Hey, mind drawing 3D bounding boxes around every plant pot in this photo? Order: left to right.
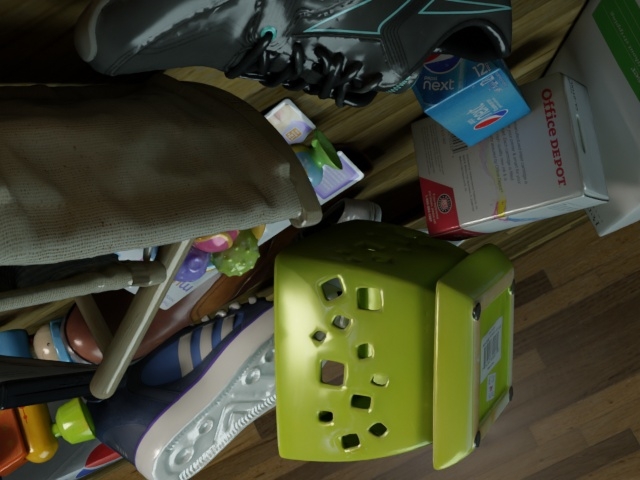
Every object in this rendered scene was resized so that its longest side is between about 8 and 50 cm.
[{"bbox_3d":[0.089,0.107,1.086,0.207,0.227,0.228,5,-167,24],"label":"plant pot"}]

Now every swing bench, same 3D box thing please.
[{"bbox_3d":[-0.183,-0.003,0.596,0.255,0.165,0.253,-41,162,32],"label":"swing bench"}]

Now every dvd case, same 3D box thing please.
[{"bbox_3d":[-0.309,0.105,0.813,0.253,0.022,0.180,3,178,17],"label":"dvd case"}]

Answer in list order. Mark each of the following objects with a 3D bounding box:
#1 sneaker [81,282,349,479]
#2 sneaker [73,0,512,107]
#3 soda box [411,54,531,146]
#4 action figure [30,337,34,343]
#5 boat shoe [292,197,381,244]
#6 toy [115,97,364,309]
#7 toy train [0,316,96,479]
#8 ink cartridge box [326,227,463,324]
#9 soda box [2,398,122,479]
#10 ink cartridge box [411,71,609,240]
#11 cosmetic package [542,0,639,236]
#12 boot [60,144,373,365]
[{"bbox_3d":[-0.150,0.120,1.225,0.323,0.236,0.130,-41,140,-17],"label":"sneaker"},{"bbox_3d":[0.001,-0.123,0.556,0.267,0.106,0.101,-20,-176,-24],"label":"sneaker"},{"bbox_3d":[0.130,-0.141,0.901,0.071,0.067,0.210,-29,168,15],"label":"soda box"},{"bbox_3d":[-0.308,0.117,1.183,0.115,0.030,0.038,-17,170,-32],"label":"action figure"},{"bbox_3d":[0.000,0.000,1.279,0.063,0.066,0.184,20,149,-29],"label":"boat shoe"},{"bbox_3d":[-0.082,-0.010,0.893,0.237,0.056,0.137,-36,141,12],"label":"toy"},{"bbox_3d":[-0.290,0.205,1.019,0.143,0.248,0.105,-18,167,-10],"label":"toy train"},{"bbox_3d":[0.102,0.010,1.446,0.385,0.091,0.308,-42,-178,-13],"label":"ink cartridge box"},{"bbox_3d":[-0.293,0.240,1.282,0.286,0.098,0.091,-20,166,-33],"label":"soda box"},{"bbox_3d":[0.192,-0.080,1.036,0.175,0.127,0.072,-15,166,34],"label":"ink cartridge box"},{"bbox_3d":[0.356,-0.154,1.033,0.155,0.197,0.365,-25,167,-8],"label":"cosmetic package"},{"bbox_3d":[-0.103,0.018,1.023,0.264,0.096,0.280,-14,163,-46],"label":"boot"}]
